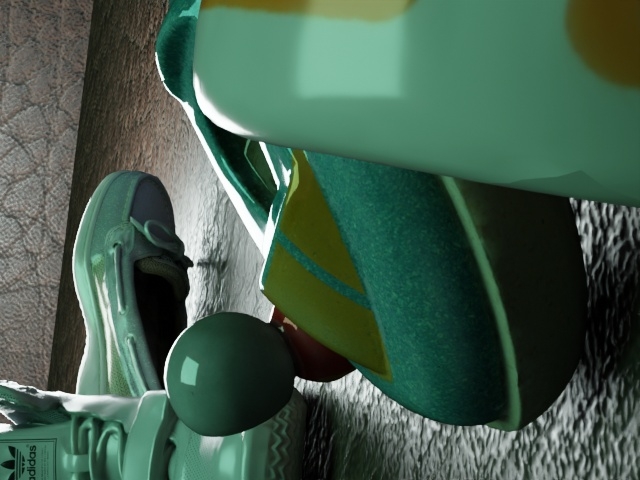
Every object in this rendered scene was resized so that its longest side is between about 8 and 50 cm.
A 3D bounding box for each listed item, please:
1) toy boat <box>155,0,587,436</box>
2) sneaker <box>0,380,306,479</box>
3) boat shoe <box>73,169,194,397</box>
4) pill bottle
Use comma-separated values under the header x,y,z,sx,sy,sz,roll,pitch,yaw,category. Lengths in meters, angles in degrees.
x,y,z,sx,sy,sz,roll,pitch,yaw,category
0.000,0.000,0.813,0.267,0.148,0.318,58,162,20,toy boat
-0.140,0.168,1.245,0.366,0.210,0.137,148,127,-72,sneaker
-0.153,0.070,1.584,0.118,0.103,0.320,46,-146,-45,boat shoe
0.099,-0.209,0.453,0.224,0.224,0.392,-149,66,-74,pill bottle
